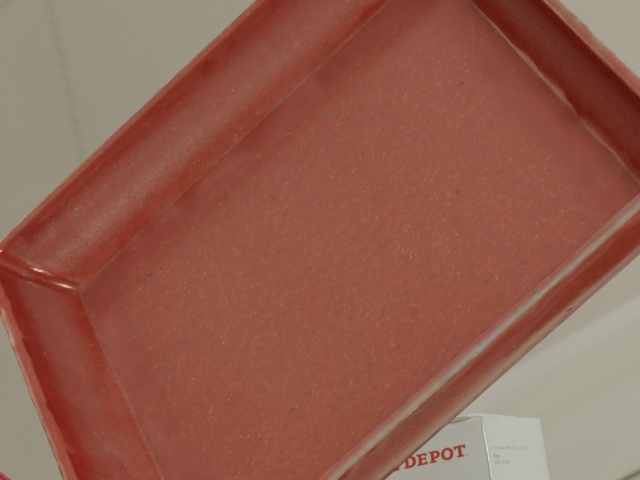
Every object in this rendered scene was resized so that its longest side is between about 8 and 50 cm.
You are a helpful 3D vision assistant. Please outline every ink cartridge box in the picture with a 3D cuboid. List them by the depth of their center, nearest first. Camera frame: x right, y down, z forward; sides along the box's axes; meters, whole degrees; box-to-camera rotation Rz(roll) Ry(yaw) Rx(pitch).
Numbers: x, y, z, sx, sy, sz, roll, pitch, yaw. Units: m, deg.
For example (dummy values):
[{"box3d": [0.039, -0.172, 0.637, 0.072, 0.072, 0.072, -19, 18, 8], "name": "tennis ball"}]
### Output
[{"box3d": [0.089, 0.223, 1.349, 0.082, 0.140, 0.190, 9, 69, -49], "name": "ink cartridge box"}]

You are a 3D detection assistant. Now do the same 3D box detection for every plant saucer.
[{"box3d": [0.000, 0.000, 0.773, 0.048, 0.259, 0.258, 41, 10, -37], "name": "plant saucer"}]

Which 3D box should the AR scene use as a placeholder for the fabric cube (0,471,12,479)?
[{"box3d": [-0.216, 0.349, 1.394, 0.258, 0.254, 0.259, 30, -25, 23], "name": "fabric cube"}]
